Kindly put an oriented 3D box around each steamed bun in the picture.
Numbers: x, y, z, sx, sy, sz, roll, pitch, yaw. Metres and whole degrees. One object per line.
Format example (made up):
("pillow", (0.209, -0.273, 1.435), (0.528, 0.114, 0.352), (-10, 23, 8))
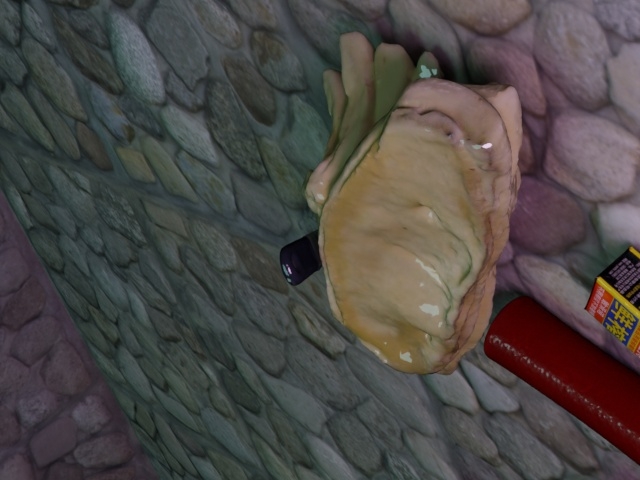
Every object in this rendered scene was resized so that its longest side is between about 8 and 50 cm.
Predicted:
("steamed bun", (0.083, -0.053, 1.347), (0.247, 0.189, 0.428), (20, 147, 13))

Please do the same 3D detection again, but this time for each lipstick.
("lipstick", (0.271, 0.146, 1.354), (0.241, 0.080, 0.080), (37, 151, 33))

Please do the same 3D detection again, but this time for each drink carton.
("drink carton", (0.319, 0.086, 1.219), (0.166, 0.056, 0.071), (43, 162, 20))

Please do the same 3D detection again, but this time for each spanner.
("spanner", (0.000, 0.000, 1.486), (0.316, 0.024, 0.087), (-30, -77, -74))
